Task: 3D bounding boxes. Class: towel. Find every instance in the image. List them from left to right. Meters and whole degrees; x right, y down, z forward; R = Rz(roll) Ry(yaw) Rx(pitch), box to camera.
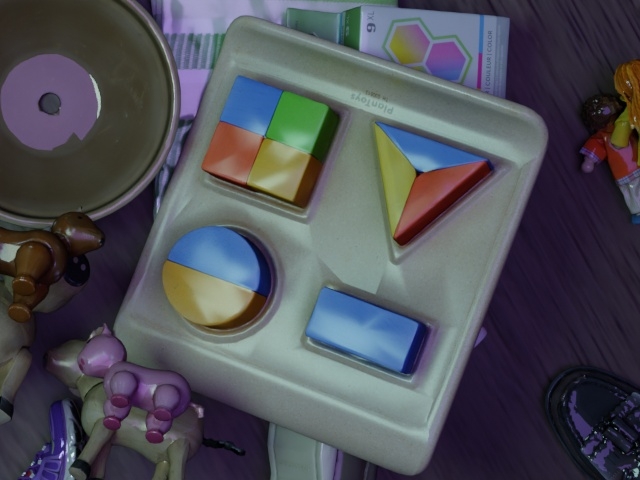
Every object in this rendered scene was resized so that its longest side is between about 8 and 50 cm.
[{"bbox_3d":[-0.047,-0.153,1.488,0.248,0.038,0.325,1,90,-11],"label":"towel"}]

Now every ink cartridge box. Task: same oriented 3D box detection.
[{"bbox_3d":[0.073,-0.165,1.461,0.209,0.062,0.109,3,91,-18],"label":"ink cartridge box"}]

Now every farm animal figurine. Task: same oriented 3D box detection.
[{"bbox_3d":[-0.263,0.088,1.346,0.326,0.172,0.330,-9,129,18],"label":"farm animal figurine"}]

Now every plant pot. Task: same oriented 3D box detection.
[{"bbox_3d":[-0.250,-0.129,1.417,0.237,0.110,0.237,0,91,-8],"label":"plant pot"}]

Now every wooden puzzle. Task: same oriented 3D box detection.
[{"bbox_3d":[0.000,0.000,1.378,0.322,0.080,0.348,20,91,14],"label":"wooden puzzle"}]

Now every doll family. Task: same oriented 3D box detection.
[{"bbox_3d":[0.381,-0.137,1.515,0.263,0.118,0.163,-28,96,-7],"label":"doll family"}]

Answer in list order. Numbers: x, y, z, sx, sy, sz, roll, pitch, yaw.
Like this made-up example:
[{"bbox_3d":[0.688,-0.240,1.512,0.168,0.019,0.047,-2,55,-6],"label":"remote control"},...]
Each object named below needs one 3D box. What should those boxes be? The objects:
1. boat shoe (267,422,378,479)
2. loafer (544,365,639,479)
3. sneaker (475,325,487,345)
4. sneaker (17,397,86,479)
[{"bbox_3d":[-0.004,0.276,1.471,0.096,0.116,0.324,9,89,-38],"label":"boat shoe"},{"bbox_3d":[0.353,0.242,1.534,0.109,0.095,0.302,-45,98,-6],"label":"loafer"},{"bbox_3d":[0.095,0.110,1.512,0.134,0.051,0.070,-42,96,-9],"label":"sneaker"},{"bbox_3d":[-0.264,0.232,1.450,0.071,0.068,0.170,11,90,-2],"label":"sneaker"}]
